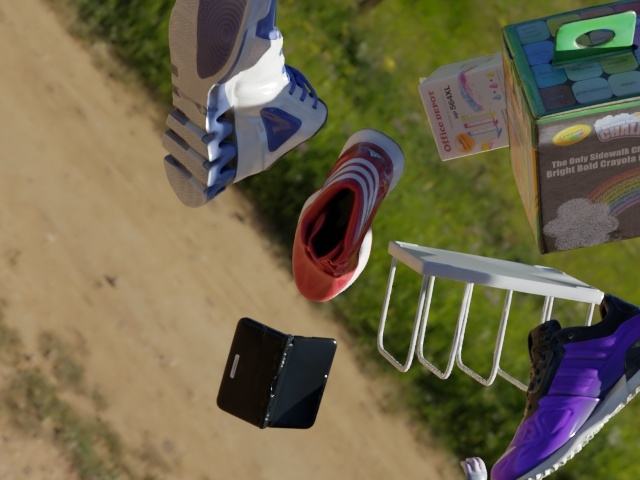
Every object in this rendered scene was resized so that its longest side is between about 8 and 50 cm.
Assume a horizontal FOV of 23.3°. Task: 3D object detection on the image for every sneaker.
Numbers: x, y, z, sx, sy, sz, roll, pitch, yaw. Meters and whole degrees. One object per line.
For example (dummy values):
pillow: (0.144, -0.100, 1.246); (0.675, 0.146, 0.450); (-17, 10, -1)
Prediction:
sneaker: (0.000, 0.000, 1.514); (0.087, 0.221, 0.128); (28, 42, 11)
sneaker: (-0.081, -0.197, 1.867); (0.182, 0.316, 0.127); (-19, 48, -36)
sneaker: (0.295, 0.180, 1.927); (0.146, 0.293, 0.102); (47, -10, 10)

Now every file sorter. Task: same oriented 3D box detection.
file sorter: (0.240, 0.119, 2.305); (0.277, 0.173, 0.193); (10, 6, -13)

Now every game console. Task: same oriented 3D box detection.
game console: (-0.054, 0.160, 1.877); (0.107, 0.122, 0.071); (22, 15, 23)

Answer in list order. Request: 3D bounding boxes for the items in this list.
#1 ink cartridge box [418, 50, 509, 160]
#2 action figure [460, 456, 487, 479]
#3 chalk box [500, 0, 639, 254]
ink cartridge box: (0.179, -0.150, 1.704); (0.090, 0.143, 0.092); (-44, 118, -61)
action figure: (0.193, 0.453, 1.931); (0.276, 0.370, 0.248); (-135, -151, -60)
chalk box: (0.232, -0.114, 1.328); (0.132, 0.132, 0.213); (-100, 180, -45)
